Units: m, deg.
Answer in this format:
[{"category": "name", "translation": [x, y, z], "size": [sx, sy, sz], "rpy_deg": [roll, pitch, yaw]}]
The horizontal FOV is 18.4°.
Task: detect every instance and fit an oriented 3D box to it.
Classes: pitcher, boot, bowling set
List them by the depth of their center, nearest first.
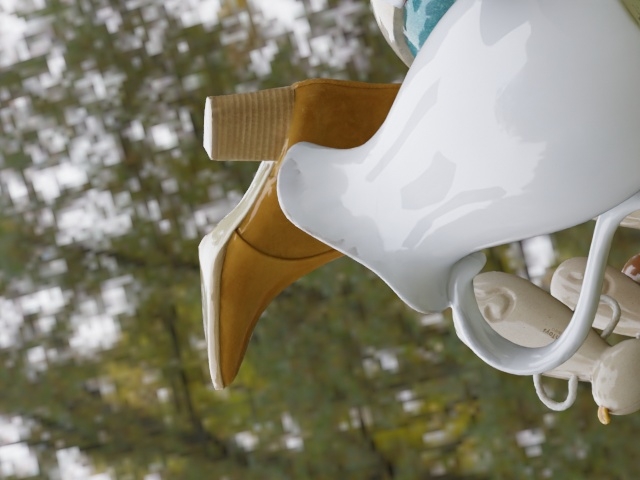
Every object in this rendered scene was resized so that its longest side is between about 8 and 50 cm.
[{"category": "pitcher", "translation": [0.108, -0.036, 0.964], "size": [0.178, 0.207, 0.125], "rpy_deg": [43, -147, -12]}, {"category": "bowling set", "translation": [0.240, 0.000, 1.284], "size": [0.200, 0.154, 0.287], "rpy_deg": [35, -97, -49]}, {"category": "boot", "translation": [0.000, -0.001, 1.772], "size": [0.104, 0.211, 0.295], "rpy_deg": [-113, 25, -66]}]

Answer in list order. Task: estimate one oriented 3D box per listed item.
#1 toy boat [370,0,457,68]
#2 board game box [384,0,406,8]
[{"category": "toy boat", "translation": [0.176, -0.240, 1.432], "size": [0.148, 0.318, 0.267], "rpy_deg": [43, -176, 25]}, {"category": "board game box", "translation": [0.100, -0.260, 0.940], "size": [0.305, 0.053, 0.193], "rpy_deg": [-54, -11, -50]}]
